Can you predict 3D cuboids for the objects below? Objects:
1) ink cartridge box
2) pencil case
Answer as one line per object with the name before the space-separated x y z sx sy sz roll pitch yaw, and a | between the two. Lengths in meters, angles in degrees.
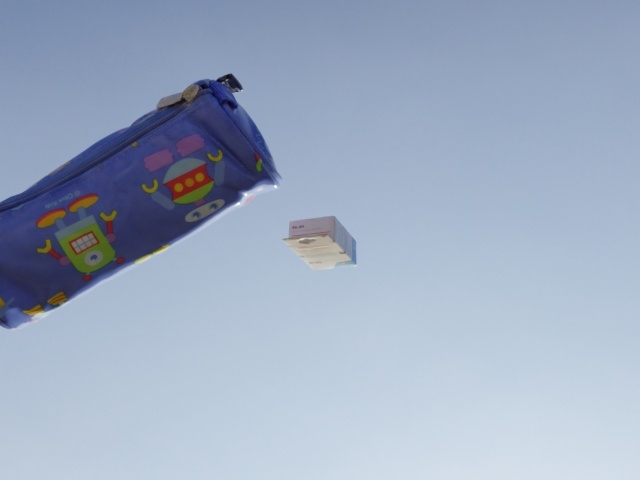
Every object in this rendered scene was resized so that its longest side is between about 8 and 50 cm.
ink cartridge box | 0.000 0.000 0.716 0.048 0.028 0.083 -7 -24 19
pencil case | -0.187 -0.039 0.688 0.306 0.119 0.133 -30 -50 -2
